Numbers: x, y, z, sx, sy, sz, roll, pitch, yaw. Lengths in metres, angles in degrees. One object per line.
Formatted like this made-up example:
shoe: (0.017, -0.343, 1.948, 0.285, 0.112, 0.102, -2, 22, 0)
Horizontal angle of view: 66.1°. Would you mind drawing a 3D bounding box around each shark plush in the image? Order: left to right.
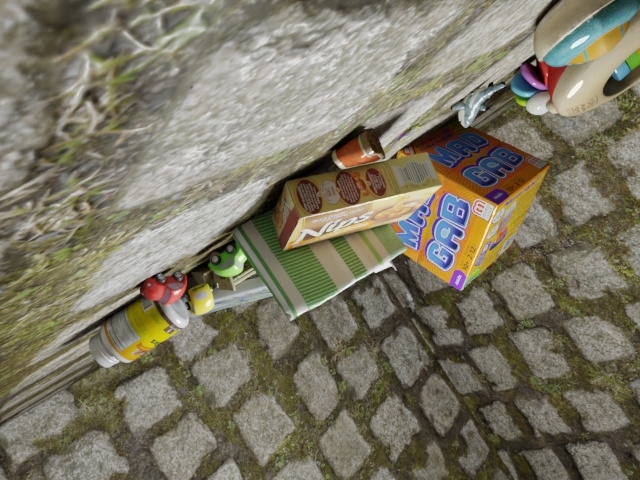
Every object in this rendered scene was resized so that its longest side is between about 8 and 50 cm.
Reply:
shark plush: (0.424, -0.366, 1.294, 0.161, 0.067, 0.073, -35, 177, 43)

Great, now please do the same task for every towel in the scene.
towel: (0.000, 0.000, 1.101, 0.325, 0.248, 0.038, -30, 167, -24)
towel: (0.219, -0.270, 1.274, 0.083, 0.009, 0.060, -35, 176, 43)

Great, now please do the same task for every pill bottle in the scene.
pill bottle: (-0.430, 0.207, 1.160, 0.215, 0.117, 0.117, -33, 178, 0)

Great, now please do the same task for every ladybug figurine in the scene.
ladybug figurine: (0.723, -0.485, 1.168, 0.449, 0.162, 0.305, -40, 155, 22)

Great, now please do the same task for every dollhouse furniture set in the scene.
dollhouse furniture set: (-0.223, 0.042, 1.275, 0.161, 0.101, 0.182, -1, -159, 42)

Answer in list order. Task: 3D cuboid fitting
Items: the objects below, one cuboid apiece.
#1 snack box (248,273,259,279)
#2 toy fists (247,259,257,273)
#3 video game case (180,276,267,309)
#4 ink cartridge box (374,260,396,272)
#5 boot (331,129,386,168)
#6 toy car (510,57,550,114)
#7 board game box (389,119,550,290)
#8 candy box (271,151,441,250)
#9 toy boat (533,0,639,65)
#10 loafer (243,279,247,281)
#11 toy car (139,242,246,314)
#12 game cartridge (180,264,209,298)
snack box: (-0.156, 0.047, 1.437, 0.174, 0.070, 0.207, -48, 174, -10)
toy fists: (-0.055, -0.018, 1.193, 0.279, 0.142, 0.096, -32, 178, -13)
video game case: (-0.235, 0.155, 1.382, 0.329, 0.036, 0.300, -15, 171, -5)
ink cartridge box: (0.116, -0.016, 1.435, 0.069, 0.176, 0.371, -34, 152, 11)
boot: (0.074, -0.171, 0.942, 0.084, 0.059, 0.158, -24, 178, 22)
toy car: (0.616, -0.457, 1.373, 0.136, 0.159, 0.182, 17, 142, -39)
board game box: (0.467, -0.130, 1.653, 0.356, 0.356, 0.356, -31, 144, -36)
candy box: (0.069, -0.080, 1.029, 0.316, 0.088, 0.183, -14, 163, -20)
toy boat: (0.545, -0.417, 0.878, 0.318, 0.148, 0.267, -34, 177, 32)
loafer: (-0.197, 0.082, 1.665, 0.302, 0.109, 0.095, -30, 164, 3)
toy car: (-0.246, 0.086, 1.089, 0.225, 0.053, 0.239, -36, 156, 2)
game cartridge: (-0.320, 0.111, 1.484, 0.196, 0.060, 0.294, -29, 178, 7)
